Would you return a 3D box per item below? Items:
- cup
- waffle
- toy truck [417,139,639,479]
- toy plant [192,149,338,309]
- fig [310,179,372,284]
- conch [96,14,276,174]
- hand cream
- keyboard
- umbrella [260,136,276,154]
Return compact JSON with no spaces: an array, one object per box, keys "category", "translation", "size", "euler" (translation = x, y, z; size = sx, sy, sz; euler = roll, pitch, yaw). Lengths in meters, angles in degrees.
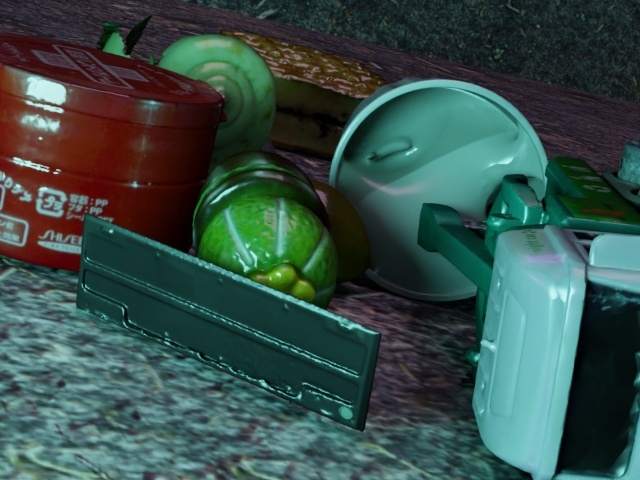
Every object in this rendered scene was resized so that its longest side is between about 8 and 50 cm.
[{"category":"cup","translation":[0.097,-0.029,1.088],"size":[0.167,0.221,0.202],"euler":[-19,11,3]},{"category":"waffle","translation":[-0.019,-0.173,1.601],"size":[0.213,0.091,0.308],"euler":[12,15,-14]},{"category":"toy truck","translation":[0.166,0.039,0.810],"size":[0.178,0.176,0.363],"euler":[5,14,-4]},{"category":"toy plant","translation":[-0.034,0.005,0.838],"size":[0.093,0.092,0.162],"euler":[12,20,-13]},{"category":"fig","translation":[0.000,0.000,0.963],"size":[0.088,0.074,0.074],"euler":[34,6,-22]},{"category":"conch","translation":[-0.143,-0.138,1.213],"size":[0.143,0.137,0.251],"euler":[4,17,-36]},{"category":"hand cream","translation":[-0.168,-0.062,0.909],"size":[0.193,0.125,0.193],"euler":[15,14,-4]},{"category":"keyboard","translation":[-0.057,0.044,0.736],"size":[0.198,0.063,0.010],"euler":[21,25,25]},{"category":"umbrella","translation":[-0.048,-0.058,1.243],"size":[0.044,0.044,0.269],"euler":[37,12,-27]}]
